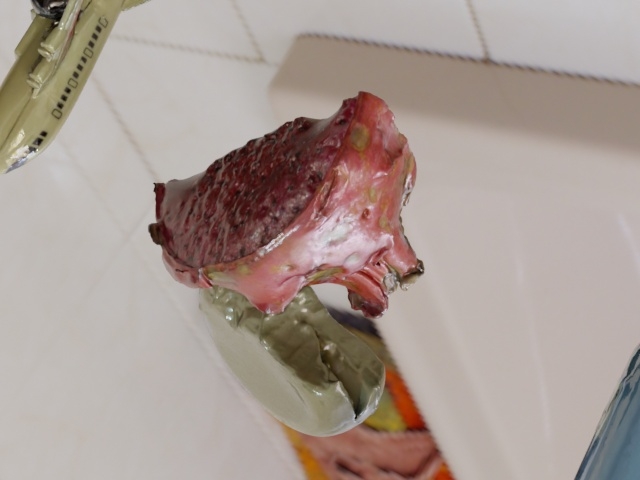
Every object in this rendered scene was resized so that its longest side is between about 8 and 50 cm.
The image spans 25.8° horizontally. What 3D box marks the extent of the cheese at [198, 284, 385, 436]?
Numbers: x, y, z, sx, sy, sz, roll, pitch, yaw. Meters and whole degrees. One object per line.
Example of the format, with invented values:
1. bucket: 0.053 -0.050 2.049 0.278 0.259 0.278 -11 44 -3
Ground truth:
1. cheese: -0.022 0.108 1.341 0.202 0.091 0.175 37 153 30

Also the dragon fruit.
1. dragon fruit: 0.000 0.000 1.195 0.211 0.134 0.262 23 148 -36

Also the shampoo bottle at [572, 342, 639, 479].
1. shampoo bottle: 0.119 0.174 0.634 0.061 0.258 0.104 24 178 17

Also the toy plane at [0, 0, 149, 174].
1. toy plane: -0.231 -0.166 1.226 0.092 0.244 0.229 37 166 -2
